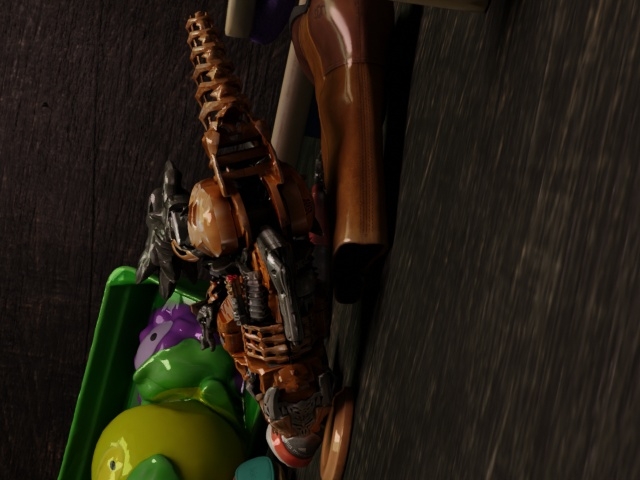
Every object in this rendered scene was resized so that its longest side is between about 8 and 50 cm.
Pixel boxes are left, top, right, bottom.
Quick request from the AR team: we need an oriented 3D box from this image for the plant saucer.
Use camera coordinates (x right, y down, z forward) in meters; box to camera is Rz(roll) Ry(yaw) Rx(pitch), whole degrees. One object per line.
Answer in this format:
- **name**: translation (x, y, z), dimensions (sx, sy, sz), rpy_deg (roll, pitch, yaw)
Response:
- **plant saucer**: translation (0.012, 0.157, 0.974), dimensions (0.083, 0.013, 0.083), rpy_deg (-169, 90, -85)

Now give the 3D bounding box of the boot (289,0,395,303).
- **boot**: translation (0.032, -0.084, 1.058), dimensions (0.264, 0.096, 0.280), rpy_deg (119, 149, -72)

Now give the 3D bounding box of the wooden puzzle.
- **wooden puzzle**: translation (0.015, -0.272, 1.549), dimensions (0.348, 0.080, 0.322), rpy_deg (-78, 2, -51)

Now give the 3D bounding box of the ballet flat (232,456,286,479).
- **ballet flat**: translation (-0.054, 0.291, 1.245), dimensions (0.232, 0.080, 0.073), rpy_deg (-91, -16, -79)

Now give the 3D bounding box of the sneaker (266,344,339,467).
- **sneaker**: translation (-0.003, 0.129, 1.081), dimensions (0.065, 0.061, 0.158), rpy_deg (-44, 25, 31)

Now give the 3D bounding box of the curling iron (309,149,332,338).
- **curling iron**: translation (0.000, 0.000, 1.325), dimensions (0.068, 0.035, 0.274), rpy_deg (105, 174, -46)

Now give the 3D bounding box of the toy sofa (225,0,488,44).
- **toy sofa**: translation (0.051, -0.242, 0.550), dimensions (0.362, 0.150, 0.177), rpy_deg (108, 166, -61)

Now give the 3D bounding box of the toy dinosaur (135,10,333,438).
- **toy dinosaur**: translation (-0.050, -0.012, 0.984), dimensions (0.218, 0.164, 0.322), rpy_deg (-166, 83, -75)

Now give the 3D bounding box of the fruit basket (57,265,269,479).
- **fruit basket**: translation (-0.189, 0.243, 1.462), dimensions (0.392, 0.283, 0.392), rpy_deg (-50, -26, -37)
